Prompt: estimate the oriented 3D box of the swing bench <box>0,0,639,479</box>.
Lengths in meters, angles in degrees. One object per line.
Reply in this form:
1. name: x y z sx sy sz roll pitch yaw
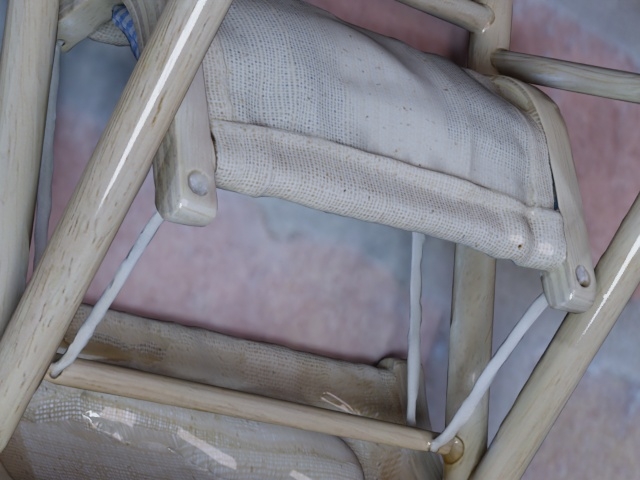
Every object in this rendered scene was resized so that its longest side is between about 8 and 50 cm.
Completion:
1. swing bench: 0.000 0.000 0.719 0.253 0.165 0.254 16 91 -39
